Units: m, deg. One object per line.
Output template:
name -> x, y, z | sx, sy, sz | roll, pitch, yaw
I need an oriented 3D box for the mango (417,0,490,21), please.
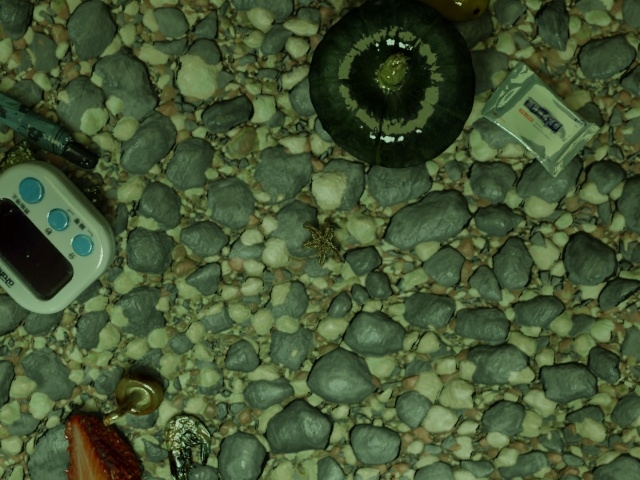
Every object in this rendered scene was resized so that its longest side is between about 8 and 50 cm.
mango -> 0.211, -0.484, 1.694 | 0.136, 0.099, 0.227 | -41, 82, 7

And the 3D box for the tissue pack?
tissue pack -> 0.401, -0.222, 1.736 | 0.193, 0.026, 0.122 | 40, 96, 0

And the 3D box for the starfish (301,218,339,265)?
starfish -> 0.000, 0.000, 1.787 | 0.078, 0.028, 0.091 | -45, 86, 9

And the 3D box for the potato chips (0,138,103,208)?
potato chips -> -0.532, -0.077, 1.814 | 0.219, 0.029, 0.202 | 23, 103, 2

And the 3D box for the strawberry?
strawberry -> -0.408, 0.454, 1.828 | 0.175, 0.106, 0.236 | 8, 96, 40

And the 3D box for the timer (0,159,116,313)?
timer -> -0.523, -0.008, 1.769 | 0.237, 0.087, 0.262 | -41, 94, 17

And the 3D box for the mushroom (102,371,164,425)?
mushroom -> -0.368, 0.305, 1.815 | 0.129, 0.072, 0.088 | -31, 117, -24

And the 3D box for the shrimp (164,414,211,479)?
shrimp -> -0.257, 0.420, 1.840 | 0.091, 0.034, 0.161 | -4, 94, 4

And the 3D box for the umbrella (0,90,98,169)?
umbrella -> -0.532, -0.210, 1.797 | 0.250, 0.052, 0.053 | 30, 63, 2

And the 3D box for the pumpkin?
pumpkin -> 0.128, -0.274, 1.662 | 0.300, 0.207, 0.300 | 0, 95, 4
